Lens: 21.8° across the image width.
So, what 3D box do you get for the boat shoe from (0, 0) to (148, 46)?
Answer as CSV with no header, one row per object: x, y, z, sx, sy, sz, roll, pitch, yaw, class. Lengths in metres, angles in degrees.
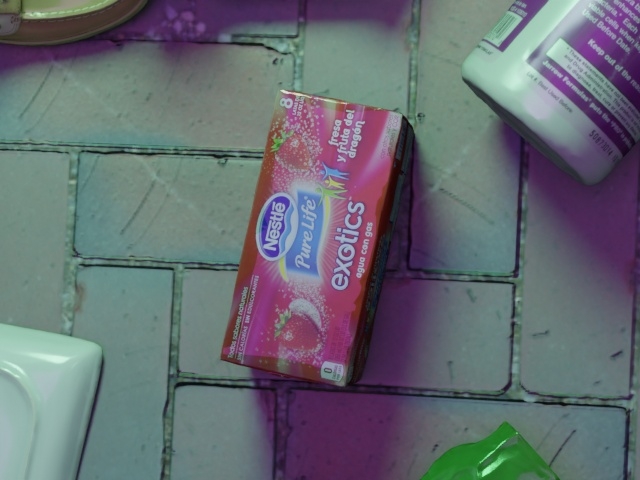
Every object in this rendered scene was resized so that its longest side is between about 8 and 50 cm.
-0.333,-0.254,1.614,0.341,0.110,0.122,-2,87,9,boat shoe

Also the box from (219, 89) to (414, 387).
0.000,0.000,1.544,0.122,0.128,0.257,12,90,9,box

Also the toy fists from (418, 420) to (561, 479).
0.198,0.307,1.521,0.142,0.096,0.279,-39,81,-5,toy fists

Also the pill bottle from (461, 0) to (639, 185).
0.281,-0.211,1.492,0.169,0.169,0.301,42,94,8,pill bottle

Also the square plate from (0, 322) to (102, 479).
-0.413,0.237,1.636,0.344,0.049,0.347,12,89,8,square plate
